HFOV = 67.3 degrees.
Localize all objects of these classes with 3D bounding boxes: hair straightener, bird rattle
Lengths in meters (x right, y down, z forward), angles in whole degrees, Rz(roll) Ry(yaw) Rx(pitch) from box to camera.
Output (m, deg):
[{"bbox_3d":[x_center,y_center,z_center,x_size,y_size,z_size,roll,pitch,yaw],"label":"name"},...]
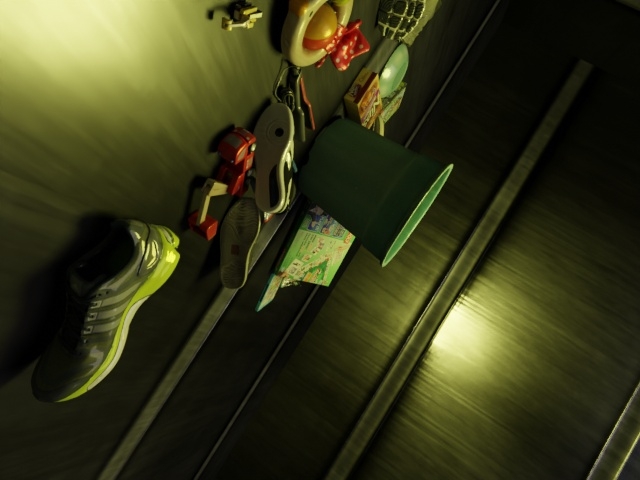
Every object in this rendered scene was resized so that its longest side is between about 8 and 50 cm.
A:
[{"bbox_3d":[-0.054,-0.276,1.002,0.089,0.047,0.230,-55,168,-17],"label":"hair straightener"},{"bbox_3d":[0.003,-0.399,0.864,0.207,0.143,0.253,-40,175,-25],"label":"bird rattle"}]

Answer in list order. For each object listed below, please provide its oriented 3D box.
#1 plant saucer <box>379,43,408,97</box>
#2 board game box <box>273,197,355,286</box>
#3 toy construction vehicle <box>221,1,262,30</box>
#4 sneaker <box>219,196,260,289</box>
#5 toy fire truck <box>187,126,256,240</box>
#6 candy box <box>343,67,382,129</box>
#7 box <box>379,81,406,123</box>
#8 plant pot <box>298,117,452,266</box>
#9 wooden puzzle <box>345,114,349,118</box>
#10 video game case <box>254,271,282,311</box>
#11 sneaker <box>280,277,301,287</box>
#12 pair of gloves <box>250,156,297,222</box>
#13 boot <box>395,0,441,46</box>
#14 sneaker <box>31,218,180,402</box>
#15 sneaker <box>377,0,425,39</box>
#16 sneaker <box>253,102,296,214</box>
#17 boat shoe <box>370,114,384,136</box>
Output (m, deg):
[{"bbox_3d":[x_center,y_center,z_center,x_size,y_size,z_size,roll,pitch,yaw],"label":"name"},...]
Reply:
[{"bbox_3d":[0.247,-0.551,1.594,0.195,0.037,0.195,-55,167,-19],"label":"plant saucer"},{"bbox_3d":[0.000,0.000,1.612,0.213,0.046,0.318,15,114,-31],"label":"board game box"},{"bbox_3d":[-0.101,-0.341,0.668,0.098,0.035,0.086,-46,163,-46],"label":"toy construction vehicle"},{"bbox_3d":[-0.186,-0.009,1.119,0.118,0.083,0.222,-89,-166,-68],"label":"sneaker"},{"bbox_3d":[-0.185,-0.104,0.897,0.135,0.047,0.192,-49,166,-40],"label":"toy fire truck"},{"bbox_3d":[0.127,-0.398,1.399,0.109,0.053,0.187,-58,164,-7],"label":"candy box"},{"bbox_3d":[0.236,-0.478,1.735,0.207,0.036,0.114,-51,166,-32],"label":"box"},{"bbox_3d":[0.137,-0.157,1.369,0.341,0.334,0.341,-52,168,-16],"label":"plant pot"},{"bbox_3d":[0.087,-0.358,1.470,0.116,0.014,0.078,-57,168,-6],"label":"wooden puzzle"},{"bbox_3d":[-0.174,0.168,1.730,0.166,0.015,0.119,-63,168,24],"label":"video game case"},{"bbox_3d":[-0.108,0.161,1.857,0.098,0.069,0.038,-47,164,-44],"label":"sneaker"},{"bbox_3d":[-0.102,-0.144,1.073,0.198,0.023,0.160,-55,147,-50],"label":"pair of gloves"},{"bbox_3d":[0.268,-0.637,1.365,0.161,0.083,0.246,-56,168,17],"label":"boot"},{"bbox_3d":[-0.331,0.091,0.697,0.300,0.111,0.121,-62,159,-10],"label":"sneaker"},{"bbox_3d":[0.226,-0.625,1.165,0.110,0.106,0.275,-59,174,-52],"label":"sneaker"},{"bbox_3d":[-0.089,-0.160,0.986,0.121,0.079,0.217,14,82,-81],"label":"sneaker"},{"bbox_3d":[0.136,-0.295,1.637,0.103,0.092,0.286,40,-64,63],"label":"boat shoe"}]
